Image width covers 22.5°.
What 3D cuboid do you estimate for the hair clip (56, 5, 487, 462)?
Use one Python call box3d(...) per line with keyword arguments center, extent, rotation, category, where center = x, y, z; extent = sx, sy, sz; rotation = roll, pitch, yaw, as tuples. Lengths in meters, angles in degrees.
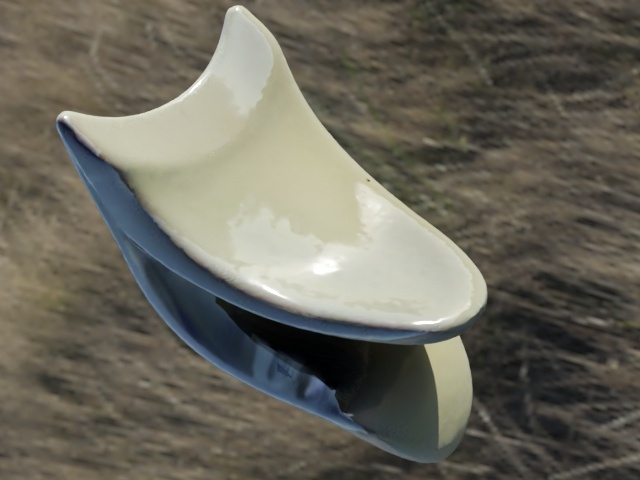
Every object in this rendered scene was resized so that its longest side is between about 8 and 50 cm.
box3d(center=(-0.010, 0.007, 0.963), extent=(0.172, 0.282, 0.113), rotation=(-40, -16, -40), category="hair clip")
